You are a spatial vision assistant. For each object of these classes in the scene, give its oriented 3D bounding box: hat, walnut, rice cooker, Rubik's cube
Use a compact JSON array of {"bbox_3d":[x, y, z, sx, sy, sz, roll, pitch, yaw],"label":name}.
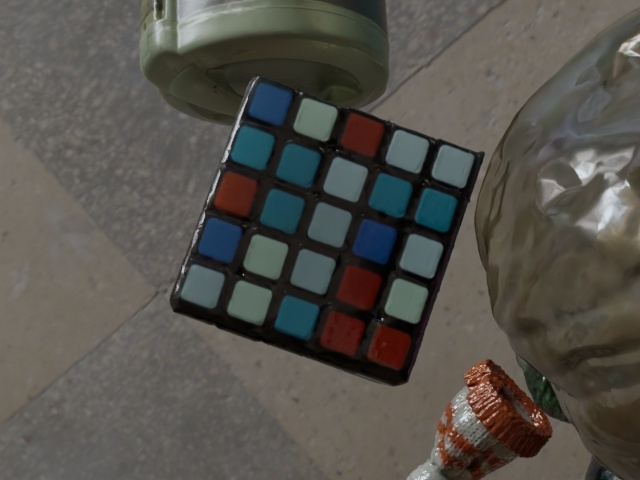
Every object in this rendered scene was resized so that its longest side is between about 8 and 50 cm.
[{"bbox_3d":[0.155,0.218,1.151,0.112,0.093,0.162,44,109,2],"label":"hat"},{"bbox_3d":[0.176,-0.003,0.434,0.224,0.224,0.224,6,114,14],"label":"walnut"},{"bbox_3d":[-0.061,-0.269,1.238,0.288,0.288,0.277,-7,73,19],"label":"rice cooker"},{"bbox_3d":[0.000,0.000,0.847,0.182,0.184,0.187,19,82,-3],"label":"Rubik's cube"}]

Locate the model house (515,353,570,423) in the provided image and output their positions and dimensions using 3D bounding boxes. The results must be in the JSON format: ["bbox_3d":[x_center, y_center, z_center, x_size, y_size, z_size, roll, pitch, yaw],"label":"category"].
[{"bbox_3d":[0.422,0.072,1.388,0.298,0.243,0.284,-2,149,-13],"label":"model house"}]

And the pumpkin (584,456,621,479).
[{"bbox_3d":[0.355,0.309,1.158,0.163,0.233,0.233,17,117,22],"label":"pumpkin"}]
